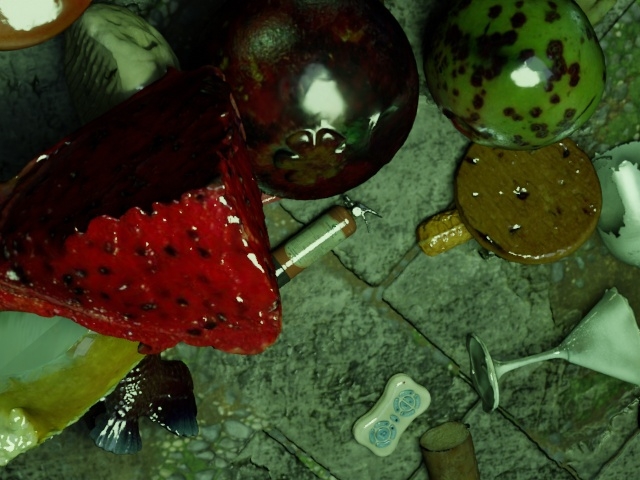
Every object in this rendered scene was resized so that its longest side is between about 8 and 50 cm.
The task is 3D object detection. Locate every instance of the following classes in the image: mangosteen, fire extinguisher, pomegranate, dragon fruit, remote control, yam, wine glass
[{"bbox_3d":[-0.019,-0.201,1.698,0.311,0.311,0.311,-5,106,-16],"label":"mangosteen"},{"bbox_3d":[0.000,0.000,1.897,0.177,0.050,0.062,-36,93,-5],"label":"fire extinguisher"},{"bbox_3d":[0.290,-0.247,1.820,0.306,0.242,0.242,-25,111,-15],"label":"pomegranate"},{"bbox_3d":[-0.212,-0.007,1.536,0.329,0.286,0.228,-21,128,8],"label":"dragon fruit"},{"bbox_3d":[0.104,0.255,2.009,0.074,0.032,0.122,36,91,-22],"label":"remote control"},{"bbox_3d":[0.194,0.340,2.039,0.084,0.084,0.127,-18,113,-12],"label":"yam"},{"bbox_3d":[0.485,0.015,1.994,0.143,0.143,0.321,-26,101,-9],"label":"wine glass"},{"bbox_3d":[0.338,0.166,2.002,0.232,0.156,0.156,-14,109,-8],"label":"wine glass"}]

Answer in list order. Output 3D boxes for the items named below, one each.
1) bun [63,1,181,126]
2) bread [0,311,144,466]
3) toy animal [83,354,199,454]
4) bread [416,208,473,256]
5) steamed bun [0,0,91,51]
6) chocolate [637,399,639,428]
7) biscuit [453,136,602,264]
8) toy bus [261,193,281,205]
[{"bbox_3d":[-0.231,-0.188,1.692,0.116,0.210,0.237,-18,68,-25],"label":"bun"},{"bbox_3d":[-0.364,0.123,1.671,0.395,0.264,0.239,-44,90,-1],"label":"bread"},{"bbox_3d":[-0.247,0.184,1.836,0.218,0.116,0.179,20,99,-15],"label":"toy animal"},{"bbox_3d":[0.207,-0.028,1.954,0.157,0.044,0.052,-26,74,-8],"label":"bread"},{"bbox_3d":[-0.429,-0.390,1.554,0.248,0.235,0.379,-23,112,-16],"label":"steamed bun"},{"bbox_3d":[0.551,0.243,2.130,0.147,0.070,0.072,-39,85,-4],"label":"chocolate"},{"bbox_3d":[0.290,-0.066,1.922,0.212,0.036,0.212,0,74,0],"label":"biscuit"},{"bbox_3d":[-0.102,-0.071,1.831,0.192,0.077,0.065,-21,107,-12],"label":"toy bus"}]
